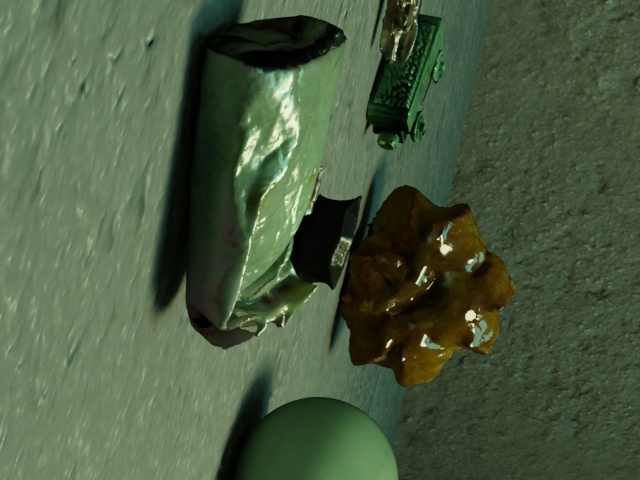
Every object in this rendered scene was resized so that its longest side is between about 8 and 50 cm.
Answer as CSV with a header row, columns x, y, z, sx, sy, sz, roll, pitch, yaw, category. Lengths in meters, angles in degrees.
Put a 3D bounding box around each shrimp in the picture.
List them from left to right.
x,y,z,sx,sy,sz,roll,pitch,yaw,category
0.091,-0.288,1.716,0.152,0.046,0.219,-59,158,-67,shrimp

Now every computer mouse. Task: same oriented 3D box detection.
x,y,z,sx,sy,sz,roll,pitch,yaw,category
0.000,0.000,1.615,0.172,0.057,0.099,137,-33,-83,computer mouse

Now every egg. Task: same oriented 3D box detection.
x,y,z,sx,sy,sz,roll,pitch,yaw,category
-0.004,0.244,1.620,0.231,0.168,0.168,-56,160,-80,egg

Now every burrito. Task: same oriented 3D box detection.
x,y,z,sx,sy,sz,roll,pitch,yaw,category
-0.047,-0.038,1.092,0.144,0.089,0.229,-31,136,-59,burrito

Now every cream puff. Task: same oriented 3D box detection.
x,y,z,sx,sy,sz,roll,pitch,yaw,category
0.137,0.058,2.151,0.155,0.241,0.269,-48,123,-86,cream puff

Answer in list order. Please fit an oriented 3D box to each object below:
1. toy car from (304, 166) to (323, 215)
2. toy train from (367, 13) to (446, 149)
x,y,z,sx,sy,sz,roll,pitch,yaw,category
-0.029,-0.045,1.298,0.186,0.058,0.093,-32,138,-79,toy car
0.105,-0.195,1.938,0.099,0.070,0.172,74,32,-62,toy train
